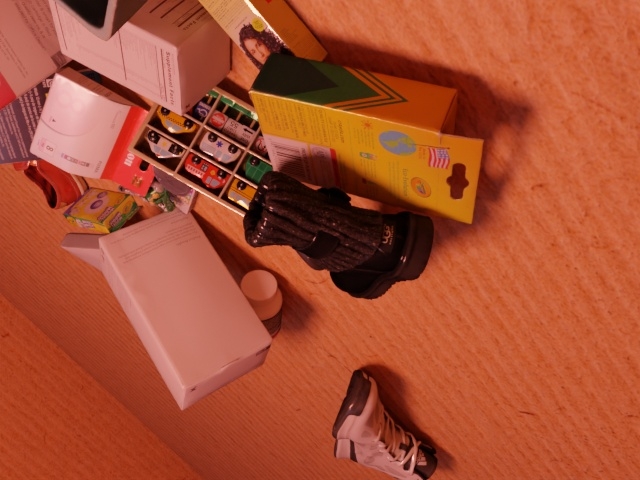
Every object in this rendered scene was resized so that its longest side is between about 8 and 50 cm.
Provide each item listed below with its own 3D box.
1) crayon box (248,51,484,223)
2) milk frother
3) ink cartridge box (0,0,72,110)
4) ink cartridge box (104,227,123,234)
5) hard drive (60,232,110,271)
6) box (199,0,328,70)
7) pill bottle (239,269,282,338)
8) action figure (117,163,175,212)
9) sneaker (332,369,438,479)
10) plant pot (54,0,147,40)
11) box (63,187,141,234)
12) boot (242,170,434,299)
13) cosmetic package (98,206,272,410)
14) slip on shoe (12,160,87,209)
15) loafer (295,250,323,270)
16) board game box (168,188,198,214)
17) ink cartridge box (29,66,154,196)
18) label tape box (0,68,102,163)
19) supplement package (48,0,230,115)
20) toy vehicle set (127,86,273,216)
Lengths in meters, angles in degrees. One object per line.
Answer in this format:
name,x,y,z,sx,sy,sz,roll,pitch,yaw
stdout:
crayon box,0.075,-0.140,0.933,0.318,0.081,0.202,17,154,16
milk frother,-0.224,-0.173,1.167,0.129,0.135,0.143,3,134,39
ink cartridge box,-0.515,-0.361,1.070,0.117,0.283,0.207,13,140,37
ink cartridge box,-0.546,-0.013,1.751,0.048,0.028,0.083,41,146,-6
hard drive,-0.461,0.089,1.692,0.233,0.047,0.353,2,152,42
box,-0.099,-0.325,0.939,0.232,0.058,0.087,47,146,-14
pill bottle,-0.140,0.151,1.513,0.108,0.108,0.180,27,145,14
action figure,-0.401,-0.138,1.398,0.232,0.063,0.137,37,144,-1
sneaker,0.172,0.461,1.599,0.257,0.169,0.447,18,151,12
plant pot,-0.238,-0.440,0.747,0.247,0.252,0.248,40,147,-4
box,-0.524,-0.071,1.591,0.179,0.105,0.043,12,140,31
boot,0.001,-0.004,1.053,0.260,0.131,0.348,12,164,-11
cosmetic package,-0.296,0.137,1.423,0.385,0.217,0.156,57,152,18
slip on shoe,-0.694,-0.213,1.578,0.123,0.101,0.331,3,133,43
loafer,-0.039,-0.039,1.229,0.220,0.080,0.078,44,137,-20
board game box,-0.303,-0.129,1.391,0.103,0.026,0.154,36,147,0
ink cartridge box,-0.425,-0.198,1.284,0.232,0.066,0.189,30,120,-6
label tape box,-0.622,-0.278,1.344,0.249,0.347,0.115,107,148,-56
supplement package,-0.276,-0.327,1.026,0.244,0.134,0.139,29,146,12
toy vehicle set,-0.164,-0.156,1.102,0.266,0.166,0.035,29,-179,4
